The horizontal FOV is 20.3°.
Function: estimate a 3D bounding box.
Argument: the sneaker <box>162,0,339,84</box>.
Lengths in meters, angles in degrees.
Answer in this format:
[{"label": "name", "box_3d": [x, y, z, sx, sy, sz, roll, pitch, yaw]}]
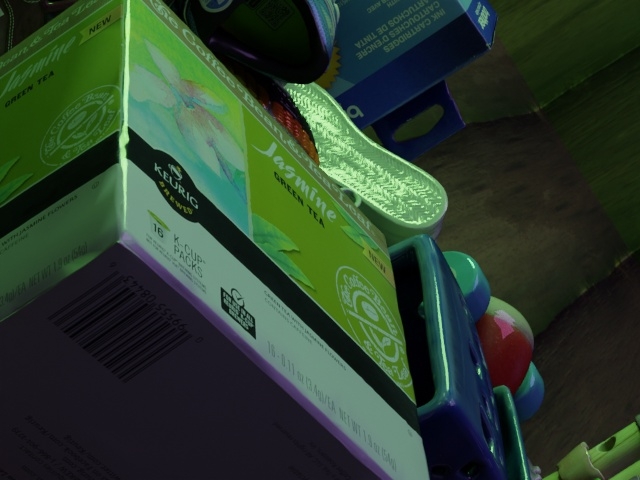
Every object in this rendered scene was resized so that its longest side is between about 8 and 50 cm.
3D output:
[{"label": "sneaker", "box_3d": [-0.105, -0.255, 1.571, 0.330, 0.130, 0.147, 35, 16, -22]}]

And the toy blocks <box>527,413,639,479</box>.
[{"label": "toy blocks", "box_3d": [0.305, 0.264, 1.878, 0.309, 0.260, 0.288, 53, 13, -13]}]

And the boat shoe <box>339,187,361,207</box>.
[{"label": "boat shoe", "box_3d": [0.001, 0.003, 1.805, 0.306, 0.105, 0.113, 45, 22, -35]}]

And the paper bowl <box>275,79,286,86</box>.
[{"label": "paper bowl", "box_3d": [-0.130, -0.265, 1.809, 0.284, 0.148, 0.284, 55, 13, -19]}]

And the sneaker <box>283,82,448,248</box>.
[{"label": "sneaker", "box_3d": [0.007, -0.060, 1.958, 0.292, 0.108, 0.169, 40, -25, 20]}]

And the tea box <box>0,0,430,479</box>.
[{"label": "tea box", "box_3d": [-0.113, 0.049, 1.254, 0.329, 0.220, 0.324, 45, 21, -33]}]

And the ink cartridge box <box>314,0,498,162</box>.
[{"label": "ink cartridge box", "box_3d": [0.019, -0.276, 2.042, 0.395, 0.270, 0.151, 53, 21, -14]}]

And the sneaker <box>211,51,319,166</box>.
[{"label": "sneaker", "box_3d": [-0.119, -0.126, 1.663, 0.262, 0.121, 0.099, 39, 17, -15]}]

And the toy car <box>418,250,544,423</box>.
[{"label": "toy car", "box_3d": [0.085, 0.166, 1.717, 0.219, 0.210, 0.238, 58, 41, -47]}]

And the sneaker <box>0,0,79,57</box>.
[{"label": "sneaker", "box_3d": [-0.178, -0.145, 1.493, 0.281, 0.162, 0.106, 31, 32, -53]}]

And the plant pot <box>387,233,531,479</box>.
[{"label": "plant pot", "box_3d": [0.048, 0.175, 1.461, 0.212, 0.236, 0.236, 54, 17, -29]}]
